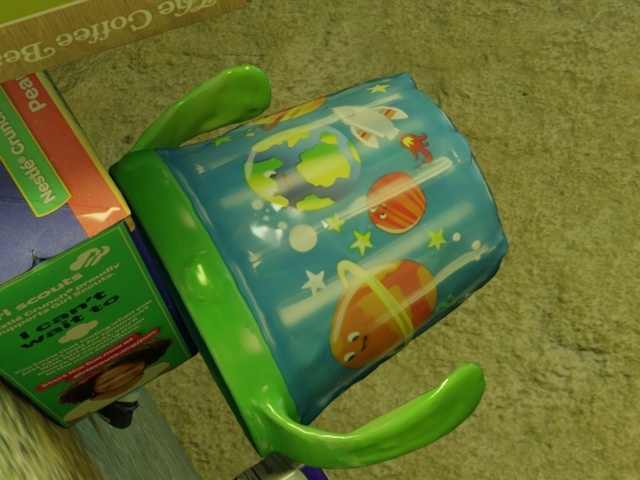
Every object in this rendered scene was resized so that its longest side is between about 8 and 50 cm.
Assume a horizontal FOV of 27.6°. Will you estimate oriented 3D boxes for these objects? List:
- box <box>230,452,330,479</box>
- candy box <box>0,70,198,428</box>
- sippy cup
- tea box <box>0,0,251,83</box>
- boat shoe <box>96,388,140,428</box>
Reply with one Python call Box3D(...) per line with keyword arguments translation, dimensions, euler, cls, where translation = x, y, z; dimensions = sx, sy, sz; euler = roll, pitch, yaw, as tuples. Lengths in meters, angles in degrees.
Box3D(translation=(-0.050, 0.216, 0.943), dimensions=(0.072, 0.137, 0.126), euler=(58, -8, -2), cls="box")
Box3D(translation=(-0.205, -0.045, 0.803), dimensions=(0.268, 0.122, 0.317), euler=(57, -7, 15), cls="candy box")
Box3D(translation=(0.000, 0.000, 0.928), dimensions=(0.305, 0.224, 0.240), euler=(61, -9, 1), cls="sippy cup")
Box3D(translation=(-0.192, -0.273, 0.488), dimensions=(0.323, 0.220, 0.329), euler=(71, 3, -58), cls="tea box")
Box3D(translation=(-0.207, 0.138, 1.216), dimensions=(0.125, 0.046, 0.038), euler=(24, -74, 49), cls="boat shoe")
